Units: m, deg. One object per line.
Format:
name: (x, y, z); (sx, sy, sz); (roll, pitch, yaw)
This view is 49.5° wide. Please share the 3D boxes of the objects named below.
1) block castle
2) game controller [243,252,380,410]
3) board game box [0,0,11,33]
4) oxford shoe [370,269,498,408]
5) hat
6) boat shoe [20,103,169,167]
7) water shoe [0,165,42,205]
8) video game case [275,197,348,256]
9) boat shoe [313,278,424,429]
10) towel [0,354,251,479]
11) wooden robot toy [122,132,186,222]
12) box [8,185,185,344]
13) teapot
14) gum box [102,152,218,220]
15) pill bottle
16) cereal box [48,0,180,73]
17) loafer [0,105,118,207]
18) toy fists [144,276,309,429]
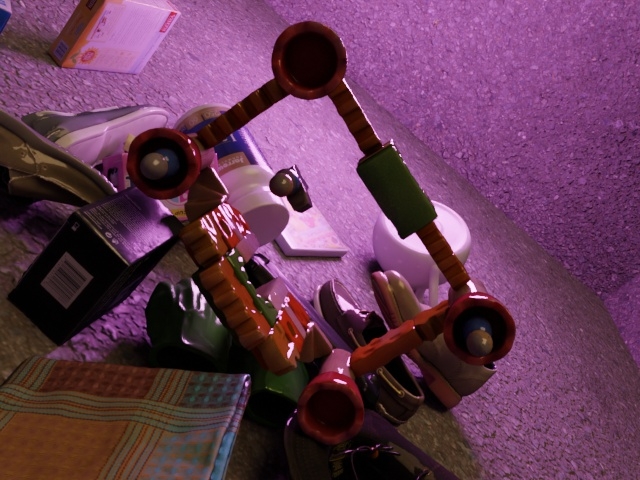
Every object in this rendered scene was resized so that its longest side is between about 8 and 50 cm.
block castle: (0.000, 0.000, 0.857); (0.453, 0.303, 0.213); (57, 12, -8)
game controller: (-0.028, 0.152, 1.125); (0.319, 0.067, 0.166); (48, -20, 7)
board game box: (-0.686, -0.492, 1.150); (0.308, 0.086, 0.302); (21, 32, -43)
oxford shoe: (0.219, 0.166, 1.318); (0.397, 0.147, 0.140); (53, 9, -42)
hat: (0.066, 0.365, 0.899); (0.331, 0.134, 0.331); (30, 16, -10)
boat shoe: (-0.361, -0.185, 1.138); (0.099, 0.116, 0.319); (37, 27, 6)
water shoe: (-0.452, -0.132, 0.950); (0.203, 0.073, 0.080); (41, 28, -7)
video game case: (-0.057, -0.049, 1.525); (0.206, 0.026, 0.227); (54, 25, 22)
boat shoe: (0.085, 0.188, 1.267); (0.117, 0.097, 0.324); (22, 32, -43)
towel: (-0.222, 0.218, 0.592); (0.272, 0.040, 0.370); (4, 25, 5)
wooden robot toy: (-0.287, -0.102, 1.175); (0.076, 0.079, 0.173); (-51, 118, -30)
box: (-0.273, 0.025, 0.872); (0.093, 0.156, 0.158); (45, 23, -2)
teapot: (0.235, 0.035, 1.688); (0.252, 0.187, 0.256); (33, 45, 22)
gum box: (-0.251, -0.082, 1.103); (0.188, 0.062, 0.107); (-7, 92, -45)
pill bottle: (-0.168, -0.118, 1.294); (0.153, 0.153, 0.264); (13, 38, -51)
cereal box: (-0.403, -0.414, 1.382); (0.047, 0.173, 0.240); (47, 22, 8)
loafer: (-0.374, -0.092, 0.910); (0.251, 0.087, 0.094); (37, -10, -28)
toy fists: (-0.127, 0.156, 0.980); (0.279, 0.096, 0.142); (34, 32, -28)
